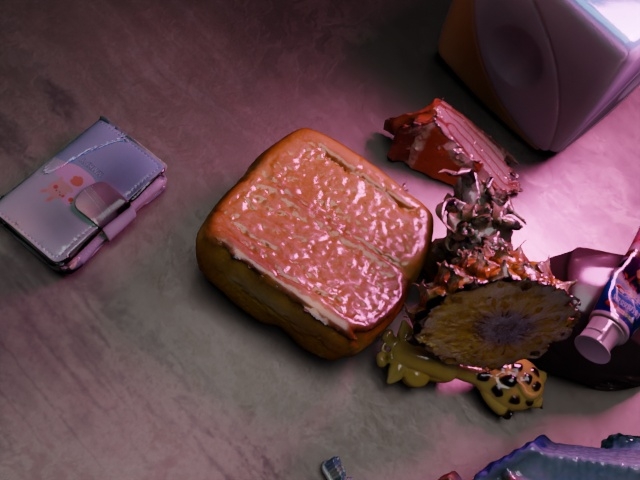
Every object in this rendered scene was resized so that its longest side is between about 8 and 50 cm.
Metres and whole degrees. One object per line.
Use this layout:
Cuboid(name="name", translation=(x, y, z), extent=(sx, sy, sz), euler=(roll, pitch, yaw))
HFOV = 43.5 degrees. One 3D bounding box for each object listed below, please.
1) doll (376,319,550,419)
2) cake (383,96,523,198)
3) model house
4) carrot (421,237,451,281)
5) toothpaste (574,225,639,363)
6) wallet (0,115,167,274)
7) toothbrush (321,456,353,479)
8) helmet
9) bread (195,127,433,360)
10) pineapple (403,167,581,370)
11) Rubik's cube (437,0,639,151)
Cuboid(name="doll", translation=(0.229, 0.210, 1.292), extent=(0.291, 0.086, 0.117), euler=(15, 73, -7))
Cuboid(name="cake", translation=(0.258, -0.166, 1.475), extent=(0.287, 0.135, 0.098), euler=(21, 47, -10))
Cuboid(name="model house", translation=(0.315, 0.427, 1.153), extent=(0.330, 0.252, 0.294), euler=(2, 86, 14))
Cuboid(name="carrot", translation=(0.253, 0.063, 1.372), extent=(0.173, 0.082, 0.082), euler=(30, 62, 5))
Cuboid(name="toothpaste", translation=(0.479, 0.079, 1.235), extent=(0.096, 0.061, 0.266), euler=(43, 61, 5))
Cuboid(name="wallet", translation=(-0.389, -0.076, 1.314), extent=(0.176, 0.075, 0.250), euler=(38, 64, 12))
Cuboid(name="toothbrush", translation=(0.108, 0.489, 1.164), extent=(0.040, 0.040, 0.386), euler=(-25, 75, -21))
Cuboid(name="helmet", translation=(0.481, 0.116, 1.341), extent=(0.306, 0.177, 0.224), euler=(7, 61, -6))
Cuboid(name="bread", translation=(-0.002, 0.004, 1.315), extent=(0.337, 0.148, 0.328), euler=(33, 57, 1))
Cuboid(name="pineapple", translation=(0.240, 0.022, 1.236), extent=(0.263, 0.262, 0.271), euler=(4, 51, -10))
Cuboid(name="Rubik's cube", translation=(0.471, -0.424, 1.504), extent=(0.352, 0.347, 0.352), euler=(-35, 76, -24))
